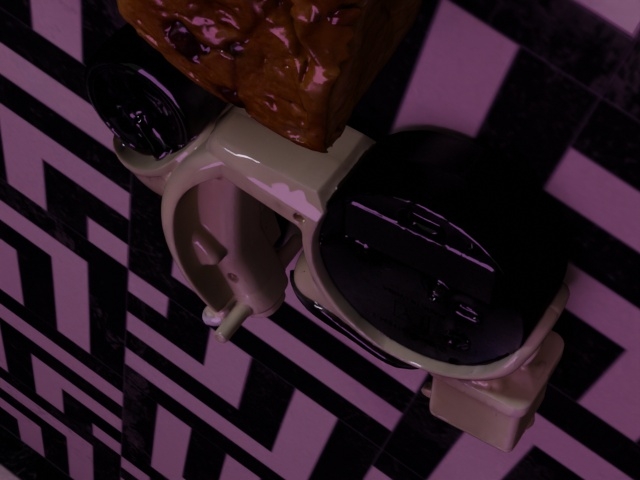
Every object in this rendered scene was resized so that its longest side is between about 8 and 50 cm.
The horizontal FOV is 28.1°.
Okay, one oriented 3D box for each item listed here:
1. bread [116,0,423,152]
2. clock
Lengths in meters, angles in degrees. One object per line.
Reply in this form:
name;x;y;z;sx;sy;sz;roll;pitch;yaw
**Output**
bread;-0.012;-0.159;0.677;0.149;0.158;0.143;35;148;11
clock;0.000;0.000;0.953;0.379;0.120;0.276;26;145;23
